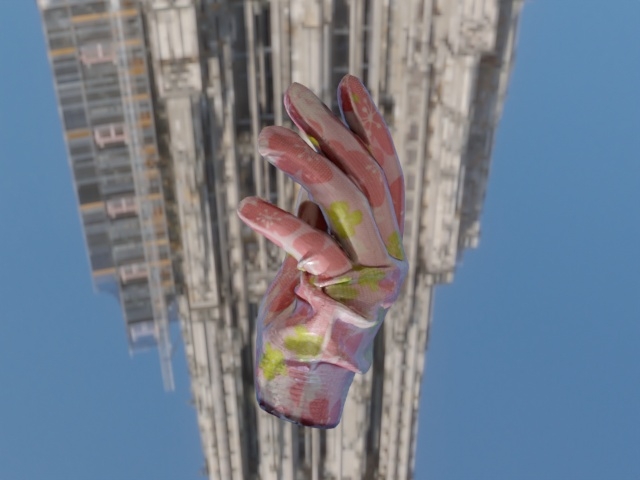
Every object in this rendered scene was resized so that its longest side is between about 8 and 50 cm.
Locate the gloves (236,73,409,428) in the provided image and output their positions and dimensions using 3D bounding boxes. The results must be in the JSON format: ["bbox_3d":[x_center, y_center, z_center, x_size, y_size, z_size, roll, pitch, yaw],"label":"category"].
[{"bbox_3d":[0.010,0.004,0.977,0.126,0.241,0.145,22,-171,22],"label":"gloves"}]
